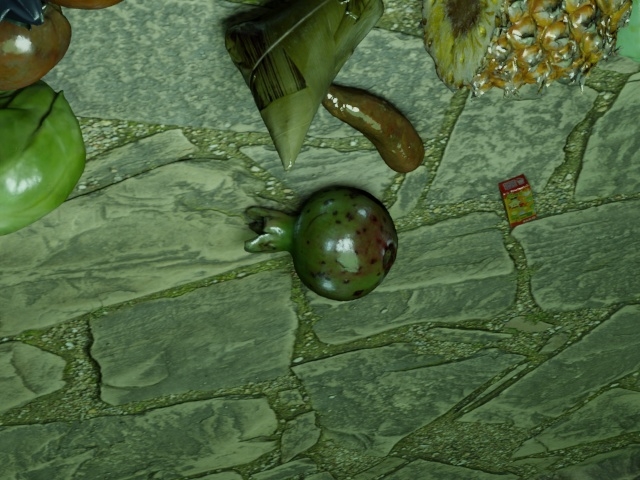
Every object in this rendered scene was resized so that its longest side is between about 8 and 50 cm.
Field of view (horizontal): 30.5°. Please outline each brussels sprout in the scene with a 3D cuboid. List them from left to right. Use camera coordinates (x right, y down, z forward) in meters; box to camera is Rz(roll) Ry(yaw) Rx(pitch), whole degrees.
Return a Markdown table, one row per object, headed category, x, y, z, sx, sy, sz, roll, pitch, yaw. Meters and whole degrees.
| category | x | y | z | sx | sy | sz | roll | pitch | yaw |
| --- | --- | --- | --- | --- | --- | --- | --- | --- | --- |
| brussels sprout | -0.546 | -0.139 | 1.959 | 0.327 | 0.328 | 0.247 | -14 | 114 | -5 |

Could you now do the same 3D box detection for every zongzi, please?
| category | x | y | z | sx | sy | sz | roll | pitch | yaw |
| --- | --- | --- | --- | --- | --- | --- | --- | --- | --- |
| zongzi | 0.009 | -0.288 | 1.977 | 0.273 | 0.300 | 0.145 | -27 | 152 | 7 |

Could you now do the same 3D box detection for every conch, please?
| category | x | y | z | sx | sy | sz | roll | pitch | yaw |
| --- | --- | --- | --- | --- | --- | --- | --- | --- | --- |
| conch | 0.625 | -0.443 | 2.188 | 0.143 | 0.137 | 0.251 | 8 | 118 | 9 |

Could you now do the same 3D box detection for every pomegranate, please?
| category | x | y | z | sx | sy | sz | roll | pitch | yaw |
| --- | --- | --- | --- | --- | --- | --- | --- | --- | --- |
| pomegranate | 0.006 | 0.014 | 2.387 | 0.305 | 0.242 | 0.242 | -9 | 143 | 21 |

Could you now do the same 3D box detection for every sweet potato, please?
| category | x | y | z | sx | sy | sz | roll | pitch | yaw |
| --- | --- | --- | --- | --- | --- | --- | --- | --- | --- |
| sweet potato | 0.107 | -0.227 | 2.247 | 0.097 | 0.097 | 0.292 | -36 | 128 | 20 |

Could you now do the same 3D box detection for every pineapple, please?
| category | x | y | z | sx | sy | sz | roll | pitch | yaw |
| --- | --- | --- | --- | --- | --- | --- | --- | --- | --- |
| pineapple | 0.347 | -0.400 | 1.947 | 0.300 | 0.352 | 0.352 | -7 | 138 | -15 |

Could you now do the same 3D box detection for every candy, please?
| category | x | y | z | sx | sy | sz | roll | pitch | yaw |
| --- | --- | --- | --- | --- | --- | --- | --- | --- | --- |
| candy | 0.429 | -0.086 | 2.551 | 0.062 | 0.038 | 0.122 | -21 | 139 | 4 |

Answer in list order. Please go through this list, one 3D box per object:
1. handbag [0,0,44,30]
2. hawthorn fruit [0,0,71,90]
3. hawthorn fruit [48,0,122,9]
| category | x | y | z | sx | sy | sz | roll | pitch | yaw |
| --- | --- | --- | --- | --- | --- | --- | --- | --- | --- |
| handbag | -0.540 | -0.441 | 1.586 | 0.122 | 0.303 | 0.329 | -37 | 138 | -33 |
| hawthorn fruit | -0.518 | -0.325 | 1.841 | 0.251 | 0.199 | 0.199 | -24 | 141 | 27 |
| hawthorn fruit | -0.338 | -0.453 | 1.670 | 0.267 | 0.301 | 0.268 | -4 | 121 | -6 |
